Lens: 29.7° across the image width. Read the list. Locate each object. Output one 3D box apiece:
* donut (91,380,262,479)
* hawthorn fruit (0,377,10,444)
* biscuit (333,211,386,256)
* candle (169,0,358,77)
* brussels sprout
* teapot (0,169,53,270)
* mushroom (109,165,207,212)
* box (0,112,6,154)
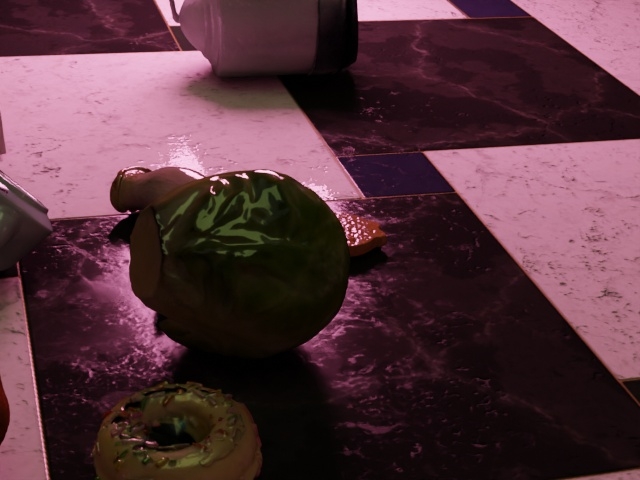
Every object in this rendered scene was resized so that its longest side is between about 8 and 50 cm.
[{"bbox_3d":[-0.140,0.199,1.187,0.175,0.068,0.174,4,29,-2],"label":"donut"},{"bbox_3d":[-0.400,0.140,1.136,0.208,0.207,0.243,-1,15,-11],"label":"hawthorn fruit"},{"bbox_3d":[-0.006,0.000,1.618,0.133,0.027,0.184,24,32,33],"label":"biscuit"},{"bbox_3d":[-0.104,-0.399,2.151,0.343,0.221,0.221,-4,29,-10],"label":"candle"},{"bbox_3d":[-0.089,0.026,1.377,0.244,0.244,0.244,3,28,-2],"label":"brussels sprout"},{"bbox_3d":[-0.430,-0.019,1.494,0.159,0.158,0.232,-9,18,-24],"label":"teapot"},{"bbox_3d":[-0.196,-0.051,1.626,0.213,0.088,0.097,19,63,35],"label":"mushroom"},{"bbox_3d":[-0.528,-0.261,1.800,0.067,0.242,0.155,-12,33,-16],"label":"box"}]
